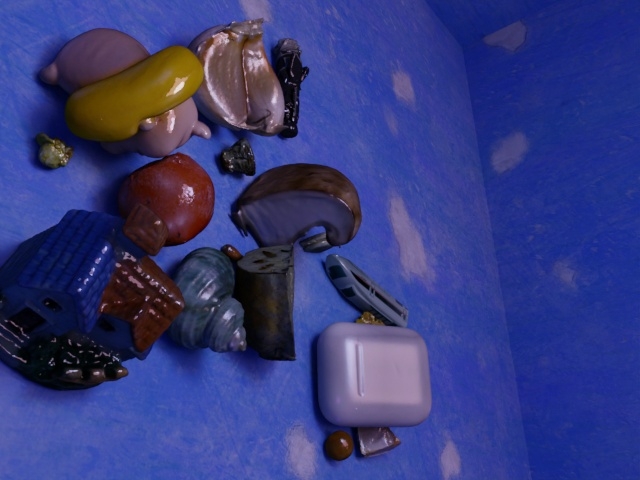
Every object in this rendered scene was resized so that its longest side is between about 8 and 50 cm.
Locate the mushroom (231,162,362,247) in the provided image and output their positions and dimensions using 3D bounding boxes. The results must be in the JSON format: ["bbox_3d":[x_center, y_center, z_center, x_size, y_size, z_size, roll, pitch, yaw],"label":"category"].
[{"bbox_3d":[-0.018,-0.135,1.797,0.224,0.313,0.397,62,28,-20],"label":"mushroom"}]

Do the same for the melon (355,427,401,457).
[{"bbox_3d":[0.152,0.570,1.851,0.202,0.093,0.139,57,42,-12],"label":"melon"}]

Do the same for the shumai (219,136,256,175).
[{"bbox_3d":[-0.227,-0.215,1.714,0.124,0.087,0.099,101,-34,-62],"label":"shumai"}]

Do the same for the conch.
[{"bbox_3d":[-0.253,0.141,1.407,0.277,0.195,0.220,47,15,26],"label":"conch"}]

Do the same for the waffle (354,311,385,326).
[{"bbox_3d":[0.174,0.394,1.997,0.325,0.068,0.302,60,34,-19],"label":"waffle"}]

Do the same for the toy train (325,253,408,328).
[{"bbox_3d":[0.143,0.177,2.052,0.407,0.086,0.088,40,49,-38],"label":"toy train"}]

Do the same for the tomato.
[{"bbox_3d":[-0.326,-0.082,1.369,0.208,0.208,0.184,-46,117,-55],"label":"tomato"}]

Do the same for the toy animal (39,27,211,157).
[{"bbox_3d":[-0.416,-0.277,1.355,0.278,0.345,0.247,-59,160,-28],"label":"toy animal"}]

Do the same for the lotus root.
[{"bbox_3d":[-0.131,0.166,1.569,0.267,0.149,0.260,-84,173,-76],"label":"lotus root"}]

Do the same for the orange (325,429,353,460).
[{"bbox_3d":[0.052,0.557,1.721,0.085,0.085,0.085,32,48,-45],"label":"orange"}]

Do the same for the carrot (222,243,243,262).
[{"bbox_3d":[-0.217,0.041,1.631,0.093,0.032,0.032,47,39,-37],"label":"carrot"}]

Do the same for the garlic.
[{"bbox_3d":[-0.222,-0.427,1.709,0.286,0.249,0.313,-63,147,-69],"label":"garlic"}]

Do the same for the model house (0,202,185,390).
[{"bbox_3d":[-0.370,0.095,1.097,0.295,0.329,0.252,50,34,-26],"label":"model house"}]

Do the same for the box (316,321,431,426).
[{"bbox_3d":[0.154,0.382,1.809,0.349,0.141,0.289,8,68,-24],"label":"box"}]

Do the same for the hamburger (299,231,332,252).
[{"bbox_3d":[0.001,0.003,1.928,0.121,0.084,0.054,-1,76,-55],"label":"hamburger"}]

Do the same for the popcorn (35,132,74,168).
[{"bbox_3d":[-0.529,-0.179,1.252,0.083,0.059,0.068,55,34,-9],"label":"popcorn"}]

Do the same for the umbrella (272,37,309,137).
[{"bbox_3d":[-0.092,-0.488,2.031,0.113,0.106,0.358,32,49,-50],"label":"umbrella"}]
